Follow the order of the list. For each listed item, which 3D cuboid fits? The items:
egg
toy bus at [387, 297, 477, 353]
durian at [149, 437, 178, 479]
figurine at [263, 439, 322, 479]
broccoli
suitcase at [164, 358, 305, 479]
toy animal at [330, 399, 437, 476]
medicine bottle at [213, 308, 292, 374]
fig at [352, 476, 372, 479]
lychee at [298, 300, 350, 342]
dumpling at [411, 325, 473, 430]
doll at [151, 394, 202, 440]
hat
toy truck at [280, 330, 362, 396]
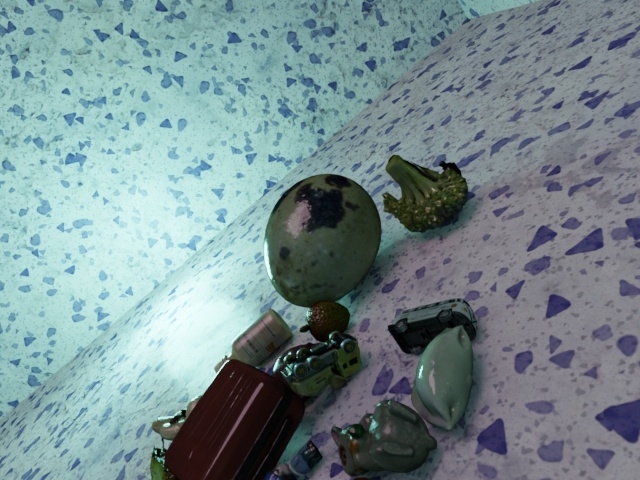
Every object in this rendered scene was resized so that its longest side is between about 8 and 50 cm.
[{"bbox_3d":[0.000,0.000,1.488,0.345,0.345,0.428,-8,46,53],"label":"egg"},{"bbox_3d":[0.251,0.183,1.085,0.194,0.087,0.089,-23,18,39],"label":"toy bus"},{"bbox_3d":[-0.366,0.597,1.246,0.375,0.106,0.132,9,85,67],"label":"durian"},{"bbox_3d":[-0.055,0.488,1.032,0.136,0.077,0.079,-31,36,-3],"label":"figurine"},{"bbox_3d":[0.289,-0.156,1.449,0.247,0.243,0.263,-52,17,-11],"label":"broccoli"},{"bbox_3d":[-0.194,0.440,1.132,0.236,0.161,0.297,6,56,52],"label":"suitcase"},{"bbox_3d":[0.092,0.389,0.936,0.125,0.127,0.251,-32,-8,-40],"label":"toy animal"},{"bbox_3d":[-0.212,0.327,1.514,0.252,0.114,0.114,-41,22,-2],"label":"medicine bottle"},{"bbox_3d":[0.087,0.451,0.892,0.083,0.050,0.050,-20,27,13],"label":"fig"},{"bbox_3d":[0.012,0.222,1.353,0.146,0.114,0.114,-15,17,-15],"label":"lychee"},{"bbox_3d":[0.235,0.270,0.950,0.105,0.149,0.217,8,46,10],"label":"dumpling"},{"bbox_3d":[-0.346,0.487,1.350,0.278,0.149,0.175,-15,21,35],"label":"doll"},{"bbox_3d":[-0.065,0.337,1.292,0.205,0.089,0.205,-33,22,16],"label":"hat"},{"bbox_3d":[0.008,0.305,1.176,0.191,0.116,0.085,-22,14,-22],"label":"toy truck"}]
